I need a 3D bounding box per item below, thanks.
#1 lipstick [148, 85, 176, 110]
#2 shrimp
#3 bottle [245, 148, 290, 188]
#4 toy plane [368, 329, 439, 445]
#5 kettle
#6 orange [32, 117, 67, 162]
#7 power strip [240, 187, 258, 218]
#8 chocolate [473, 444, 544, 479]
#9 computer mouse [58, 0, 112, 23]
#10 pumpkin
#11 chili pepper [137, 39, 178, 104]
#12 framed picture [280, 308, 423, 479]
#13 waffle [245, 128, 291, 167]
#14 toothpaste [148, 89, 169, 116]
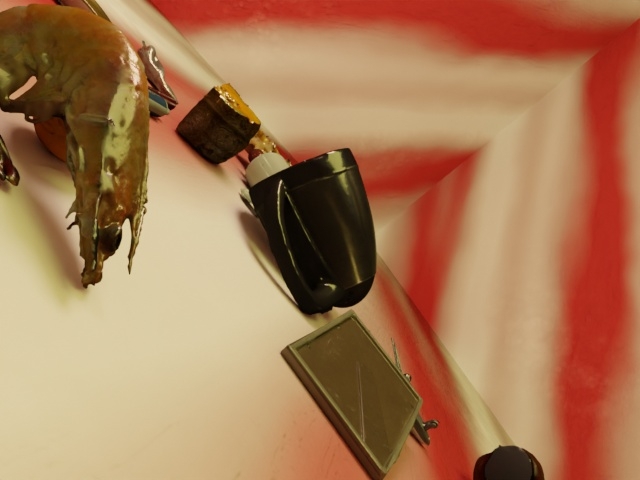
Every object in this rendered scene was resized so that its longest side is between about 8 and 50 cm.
[{"bbox_3d":[-0.309,-0.266,0.928,0.027,0.027,0.176,51,9,7],"label":"lipstick"},{"bbox_3d":[-0.199,-0.084,0.401,0.249,0.150,0.068,68,-24,17],"label":"shrimp"},{"bbox_3d":[-0.098,-0.118,1.169,0.245,0.104,0.104,56,9,32],"label":"bottle"},{"bbox_3d":[0.128,0.254,0.869,0.226,0.058,0.226,49,23,-7],"label":"toy plane"},{"bbox_3d":[0.013,-0.006,0.936,0.251,0.207,0.271,-175,-118,-84],"label":"kettle"},{"bbox_3d":[-0.220,-0.108,0.482,0.083,0.083,0.083,49,8,-9],"label":"orange"},{"bbox_3d":[-0.134,-0.074,1.044,0.083,0.035,0.055,40,-1,37],"label":"power strip"},{"bbox_3d":[0.348,0.451,0.965,0.124,0.127,0.133,38,-18,50],"label":"chocolate"},{"bbox_3d":[-0.425,-0.419,0.919,0.199,0.044,0.102,47,6,-29],"label":"computer mouse"},{"bbox_3d":[-0.200,-0.237,1.063,0.126,0.131,0.248,39,15,-17],"label":"pumpkin"},{"bbox_3d":[-0.341,-0.347,1.077,0.050,0.041,0.153,-26,92,-62],"label":"chili pepper"},{"bbox_3d":[0.060,0.191,0.721,0.189,0.023,0.260,52,19,10],"label":"framed picture"},{"bbox_3d":[-0.068,-0.125,1.391,0.348,0.077,0.304,53,0,24],"label":"waffle"},{"bbox_3d":[-0.295,-0.233,0.829,0.057,0.035,0.197,36,6,13],"label":"toothpaste"}]
